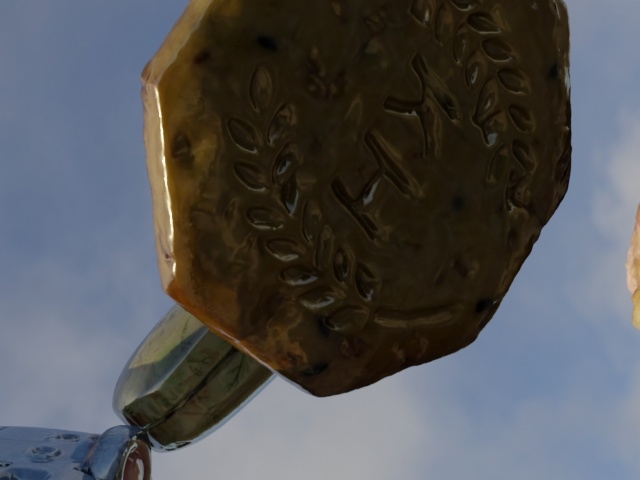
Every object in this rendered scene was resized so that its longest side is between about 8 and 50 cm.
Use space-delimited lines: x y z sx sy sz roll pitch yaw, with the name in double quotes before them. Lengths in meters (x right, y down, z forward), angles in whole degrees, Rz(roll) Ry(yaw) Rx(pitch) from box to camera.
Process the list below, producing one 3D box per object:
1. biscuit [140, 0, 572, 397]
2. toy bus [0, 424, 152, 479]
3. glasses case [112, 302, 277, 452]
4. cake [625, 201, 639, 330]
"biscuit" 0.041 -0.067 0.917 0.359 0.046 0.359 -10 -72 -33
"toy bus" -0.238 0.251 0.933 0.294 0.197 0.231 -30 -60 -73
"glasses case" 0.000 0.000 1.088 0.425 0.098 0.156 -46 10 -17
"cake" 0.488 -0.005 1.335 0.307 0.293 0.314 -2 -60 -15
